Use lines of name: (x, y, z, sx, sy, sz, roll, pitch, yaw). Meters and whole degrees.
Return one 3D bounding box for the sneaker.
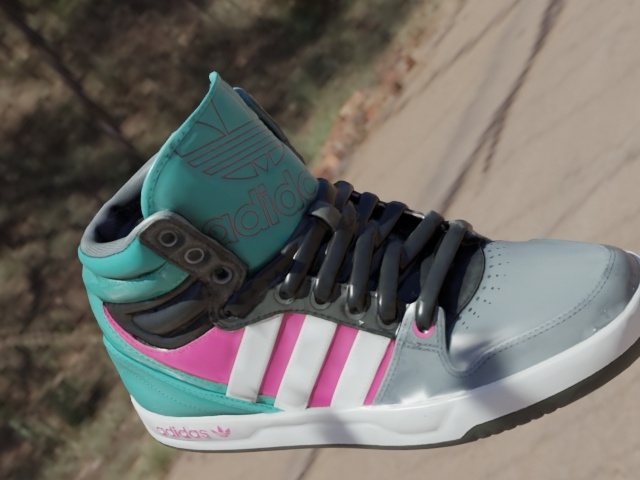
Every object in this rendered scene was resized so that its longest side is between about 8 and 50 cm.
sneaker: (0.000, 0.000, 0.734, 0.296, 0.178, 0.124, -11, 33, 28)
